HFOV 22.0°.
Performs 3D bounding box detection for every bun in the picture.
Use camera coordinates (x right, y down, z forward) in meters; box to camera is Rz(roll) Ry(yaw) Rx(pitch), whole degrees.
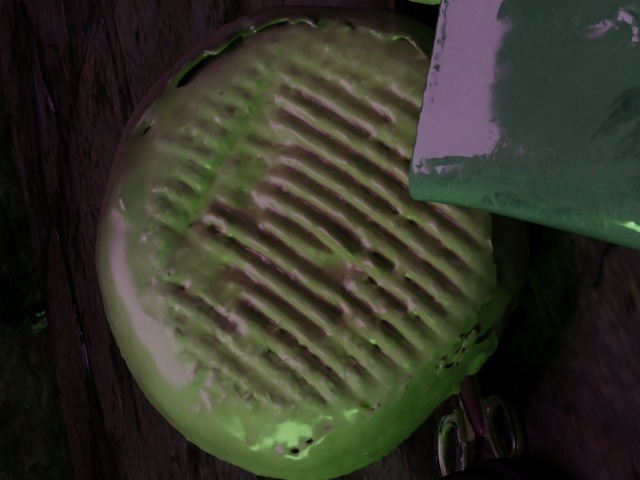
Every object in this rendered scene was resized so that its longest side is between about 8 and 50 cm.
[{"bbox_3d":[0.000,0.000,1.269,0.211,0.359,0.360,45,-145,-74],"label":"bun"}]

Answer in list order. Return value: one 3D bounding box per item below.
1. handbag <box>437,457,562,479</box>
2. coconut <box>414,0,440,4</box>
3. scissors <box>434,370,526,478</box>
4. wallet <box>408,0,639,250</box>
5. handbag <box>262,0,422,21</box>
[{"bbox_3d":[0.132,0.312,1.233,0.254,0.093,0.308,-115,30,-46],"label":"handbag"},{"bbox_3d":[0.084,-0.268,1.053,0.247,0.244,0.245,-138,48,-73],"label":"coconut"},{"bbox_3d":[0.117,0.104,1.340,0.133,0.020,0.187,-35,60,59],"label":"scissors"},{"bbox_3d":[0.185,-0.131,0.893,0.251,0.054,0.291,17,108,22],"label":"wallet"},{"bbox_3d":[0.018,-0.222,1.430,0.270,0.117,0.183,-131,34,-57],"label":"handbag"}]
